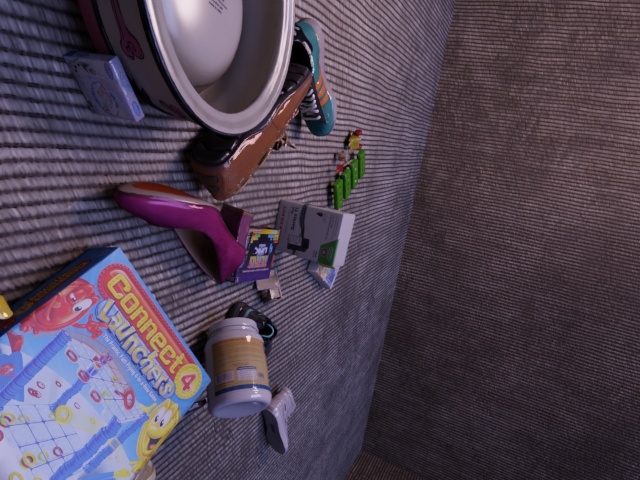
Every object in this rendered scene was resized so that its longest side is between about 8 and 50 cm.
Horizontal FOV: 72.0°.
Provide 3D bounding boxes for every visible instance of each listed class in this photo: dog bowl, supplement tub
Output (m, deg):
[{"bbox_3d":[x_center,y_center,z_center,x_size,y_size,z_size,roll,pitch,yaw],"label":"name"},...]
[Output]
[{"bbox_3d":[-0.189,-0.377,0.684,0.408,0.150,0.409,11,90,-70],"label":"dog bowl"},{"bbox_3d":[-0.198,0.299,1.040,0.144,0.144,0.200,68,6,-56],"label":"supplement tub"}]

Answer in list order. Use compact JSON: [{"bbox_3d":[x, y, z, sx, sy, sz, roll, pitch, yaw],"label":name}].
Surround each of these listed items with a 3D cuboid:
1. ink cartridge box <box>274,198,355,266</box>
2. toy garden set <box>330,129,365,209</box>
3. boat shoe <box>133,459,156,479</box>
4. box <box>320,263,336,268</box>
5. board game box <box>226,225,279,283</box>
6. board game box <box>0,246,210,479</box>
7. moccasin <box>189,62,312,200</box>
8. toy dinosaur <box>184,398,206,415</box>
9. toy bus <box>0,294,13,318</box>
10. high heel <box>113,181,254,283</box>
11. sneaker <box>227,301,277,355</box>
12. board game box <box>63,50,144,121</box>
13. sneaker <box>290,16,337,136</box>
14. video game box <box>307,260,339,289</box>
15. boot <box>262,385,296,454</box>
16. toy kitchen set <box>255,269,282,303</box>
[{"bbox_3d":[-0.024,-0.025,1.257,0.086,0.208,0.153,-1,105,-64],"label":"ink cartridge box"},{"bbox_3d":[0.092,-0.264,1.590,0.244,0.049,0.204,-54,152,-39],"label":"toy garden set"},{"bbox_3d":[-0.413,0.513,0.887,0.190,0.068,0.072,-50,136,-64],"label":"boat shoe"},{"bbox_3d":[0.000,0.000,1.464,0.087,0.058,0.232,-64,143,-25],"label":"box"},{"bbox_3d":[-0.177,0.033,1.140,0.170,0.048,0.141,0,103,-67],"label":"board game box"},{"bbox_3d":[-0.354,0.219,0.660,0.302,0.086,0.308,-52,127,-43],"label":"board game box"},{"bbox_3d":[-0.129,-0.246,0.961,0.147,0.139,0.380,80,30,-58],"label":"moccasin"},{"bbox_3d":[-0.354,0.343,0.877,0.160,0.120,0.313,-61,161,-1],"label":"toy dinosaur"},{"bbox_3d":[-0.455,0.049,0.406,0.220,0.149,0.212,-44,127,-55],"label":"toy bus"},{"bbox_3d":[-0.255,0.003,0.851,0.377,0.127,0.182,15,96,-64],"label":"high heel"},{"bbox_3d":[-0.174,0.271,1.229,0.267,0.106,0.101,74,36,-54],"label":"sneaker"},{"bbox_3d":[-0.305,-0.217,0.623,0.020,0.089,0.090,-57,152,-36],"label":"board game box"},{"bbox_3d":[-0.039,-0.394,1.130,0.121,0.108,0.302,-53,141,-41],"label":"sneaker"},{"bbox_3d":[0.029,0.066,1.650,0.205,0.048,0.187,55,51,-62],"label":"video game box"},{"bbox_3d":[-0.131,0.642,1.574,0.123,0.095,0.259,-40,139,-43],"label":"boot"},{"bbox_3d":[-0.162,0.137,1.276,0.068,0.075,0.083,-6,75,-28],"label":"toy kitchen set"}]
